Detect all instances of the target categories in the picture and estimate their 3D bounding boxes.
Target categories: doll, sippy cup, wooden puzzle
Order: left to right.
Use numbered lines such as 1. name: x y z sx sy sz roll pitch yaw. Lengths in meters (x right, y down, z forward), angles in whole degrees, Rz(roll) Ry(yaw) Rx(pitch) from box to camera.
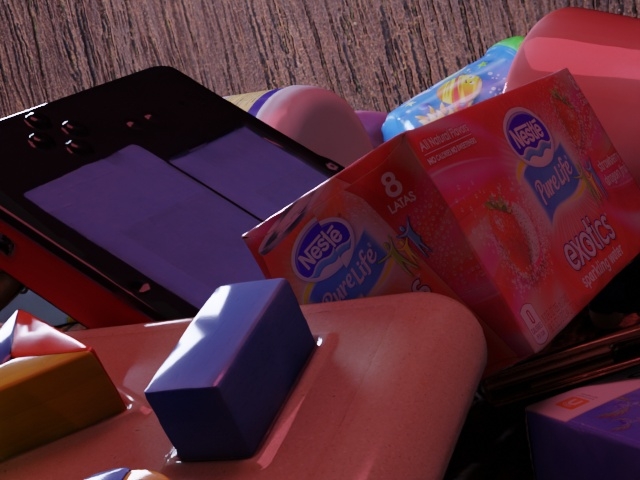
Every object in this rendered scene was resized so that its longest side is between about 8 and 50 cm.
1. wooden puzzle: -0.120 0.121 0.610 0.348 0.080 0.322 -4 31 26
2. sippy cup: 0.216 -0.138 1.659 0.224 0.305 0.240 -23 53 -15
3. doll: 0.257 0.034 0.919 0.129 0.046 0.189 -12 -10 3

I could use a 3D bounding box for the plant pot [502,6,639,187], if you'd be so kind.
1. plant pot: 0.356 -0.106 1.257 0.243 0.275 0.275 12 22 39

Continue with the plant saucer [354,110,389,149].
1. plant saucer: -0.025 -0.099 1.798 0.332 0.084 0.332 -13 -11 -3

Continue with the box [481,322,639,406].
1. box: 0.202 0.069 0.790 0.164 0.021 0.201 -20 -8 15

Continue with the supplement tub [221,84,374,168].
1. supplement tub: -0.125 -0.027 1.257 0.331 0.241 0.241 -5 11 30

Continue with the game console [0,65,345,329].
1. game console: -0.060 -0.005 0.928 0.386 0.060 0.342 32 34 13

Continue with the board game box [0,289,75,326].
1. board game box: -0.370 0.020 1.528 0.144 0.142 0.275 -11 10 -5

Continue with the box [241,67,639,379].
1. box: 0.105 -0.006 0.823 0.142 0.154 0.300 -32 -3 33

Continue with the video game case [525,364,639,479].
1. video game case: 0.287 0.104 0.628 0.244 0.061 0.269 -16 11 -26

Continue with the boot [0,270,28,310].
1. boot: -0.347 0.027 1.275 0.115 0.112 0.305 4 47 -8

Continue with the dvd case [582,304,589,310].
1. dvd case: 0.147 0.009 1.073 0.221 0.164 0.018 -1 51 43
